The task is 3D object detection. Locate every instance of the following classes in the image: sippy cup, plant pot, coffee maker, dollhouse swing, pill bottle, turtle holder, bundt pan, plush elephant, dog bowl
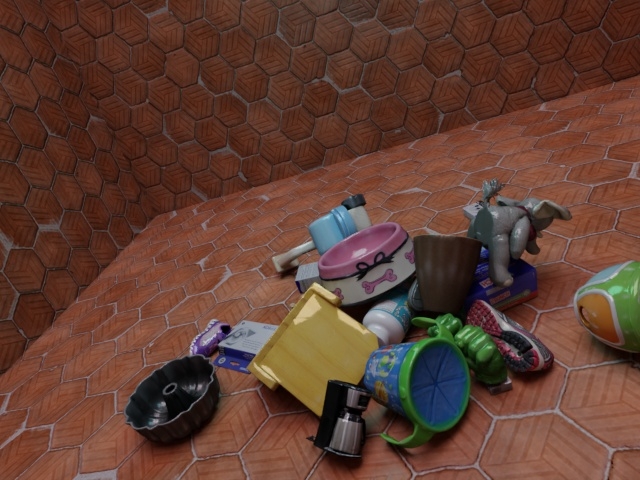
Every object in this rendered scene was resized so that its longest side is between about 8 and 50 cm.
[{"bbox_3d":[0.245,0.378,1.239,0.305,0.240,0.224,-32,10,-33],"label":"sippy cup"},{"bbox_3d":[0.393,0.113,1.438,0.215,0.231,0.215,7,-8,1],"label":"plant pot"},{"bbox_3d":[0.046,0.474,1.231,0.171,0.120,0.179,6,72,26],"label":"coffee maker"},{"bbox_3d":[-0.012,0.376,1.496,0.347,0.304,0.315,-52,-8,-17],"label":"dollhouse swing"},{"bbox_3d":[0.239,0.264,1.555,0.146,0.146,0.264,0,33,37],"label":"pill bottle"},{"bbox_3d":[0.840,0.153,1.220,0.320,0.243,0.227,-47,18,-28],"label":"turtle holder"},{"bbox_3d":[-0.491,0.551,1.563,0.330,0.124,0.331,-17,26,9],"label":"bundt pan"},{"bbox_3d":[0.639,-0.043,1.483,0.255,0.331,0.272,-1,15,-11],"label":"plush elephant"},{"bbox_3d":[0.170,0.074,1.683,0.407,0.151,0.408,-27,13,7],"label":"dog bowl"}]

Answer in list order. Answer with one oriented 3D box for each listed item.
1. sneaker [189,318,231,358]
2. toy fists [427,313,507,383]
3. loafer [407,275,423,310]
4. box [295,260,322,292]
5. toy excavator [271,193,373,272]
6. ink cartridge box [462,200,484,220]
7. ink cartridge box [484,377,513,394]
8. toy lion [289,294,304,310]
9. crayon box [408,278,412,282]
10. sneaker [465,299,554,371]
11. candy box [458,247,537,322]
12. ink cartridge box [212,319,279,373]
[{"bbox_3d":[-0.440,0.410,1.849,0.104,0.095,0.236,-1,30,21],"label":"sneaker"},{"bbox_3d":[0.410,0.301,1.308,0.096,0.142,0.279,-27,15,-13],"label":"toy fists"},{"bbox_3d":[0.369,0.140,1.568,0.268,0.096,0.084,-52,7,-28],"label":"loafer"},{"bbox_3d":[-0.033,0.162,2.045,0.137,0.072,0.126,-13,26,14],"label":"box"},{"bbox_3d":[0.000,0.000,2.091,0.444,0.223,0.433,-20,-9,-14],"label":"toy excavator"},{"bbox_3d":[0.735,-0.114,2.044,0.097,0.046,0.207,-23,26,-2],"label":"ink cartridge box"},{"bbox_3d":[0.486,0.377,1.280,0.062,0.029,0.115,-19,26,5],"label":"ink cartridge box"},{"bbox_3d":[-0.064,0.273,1.904,0.100,0.034,0.096,-35,36,-27],"label":"toy lion"},{"bbox_3d":[0.220,0.144,1.882,0.318,0.081,0.202,-5,29,29],"label":"crayon box"},{"bbox_3d":[0.541,0.284,1.338,0.111,0.121,0.299,9,22,-26],"label":"sneaker"},{"bbox_3d":[0.557,0.127,1.614,0.267,0.122,0.317,-21,24,-3],"label":"candy box"},{"bbox_3d":[-0.292,0.409,1.783,0.223,0.045,0.224,0,33,37],"label":"ink cartridge box"}]
